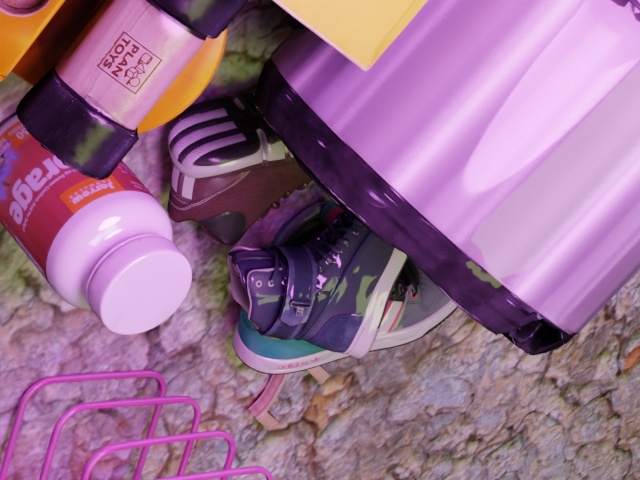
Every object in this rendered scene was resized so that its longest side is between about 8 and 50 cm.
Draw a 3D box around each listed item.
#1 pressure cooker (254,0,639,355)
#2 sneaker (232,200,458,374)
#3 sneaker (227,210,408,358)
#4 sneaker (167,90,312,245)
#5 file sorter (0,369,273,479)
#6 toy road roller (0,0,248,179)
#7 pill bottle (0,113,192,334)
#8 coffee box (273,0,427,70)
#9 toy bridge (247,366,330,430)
[{"bbox_3d":[0.199,-0.161,1.657,0.420,0.370,0.375,-47,138,8],"label":"pressure cooker"},{"bbox_3d":[0.049,0.027,2.093,0.295,0.124,0.178,-19,146,-27],"label":"sneaker"},{"bbox_3d":[0.000,0.001,1.923,0.163,0.086,0.226,13,105,-20],"label":"sneaker"},{"bbox_3d":[-0.037,-0.081,1.939,0.281,0.106,0.162,-13,144,-27],"label":"sneaker"},{"bbox_3d":[-0.174,0.275,1.972,0.202,0.290,0.182,-1,117,-42],"label":"file sorter"},{"bbox_3d":[-0.228,-0.220,1.570,0.329,0.240,0.202,36,101,-15],"label":"toy road roller"},{"bbox_3d":[-0.208,-0.017,1.725,0.121,0.216,0.121,-25,139,-24],"label":"pill bottle"},{"bbox_3d":[-0.031,-0.395,1.424,0.338,0.334,0.337,-49,143,7],"label":"coffee box"},{"bbox_3d":[-0.014,0.140,2.215,0.188,0.026,0.063,-43,141,-1],"label":"toy bridge"}]
